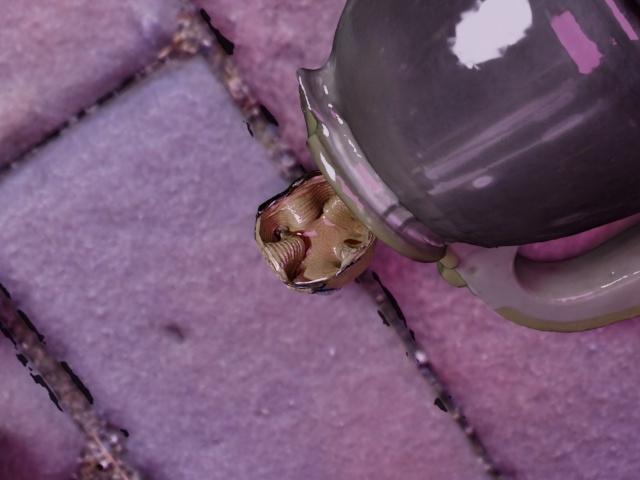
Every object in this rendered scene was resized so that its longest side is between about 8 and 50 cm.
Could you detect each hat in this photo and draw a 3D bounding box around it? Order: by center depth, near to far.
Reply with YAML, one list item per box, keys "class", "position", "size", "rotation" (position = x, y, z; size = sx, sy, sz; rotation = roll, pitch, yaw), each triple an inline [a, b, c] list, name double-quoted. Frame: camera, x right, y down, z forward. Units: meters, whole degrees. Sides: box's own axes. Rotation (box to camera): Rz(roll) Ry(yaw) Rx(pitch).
- class: "hat"
  position: [0.000, -0.001, 1.043]
  size: [0.077, 0.059, 0.076]
  rotation: [-33, 67, -3]

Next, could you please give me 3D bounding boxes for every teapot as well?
- class: "teapot"
  position: [0.131, -0.089, 0.975]
  size: [0.239, 0.322, 0.239]
  rotation: [-34, 61, 23]
